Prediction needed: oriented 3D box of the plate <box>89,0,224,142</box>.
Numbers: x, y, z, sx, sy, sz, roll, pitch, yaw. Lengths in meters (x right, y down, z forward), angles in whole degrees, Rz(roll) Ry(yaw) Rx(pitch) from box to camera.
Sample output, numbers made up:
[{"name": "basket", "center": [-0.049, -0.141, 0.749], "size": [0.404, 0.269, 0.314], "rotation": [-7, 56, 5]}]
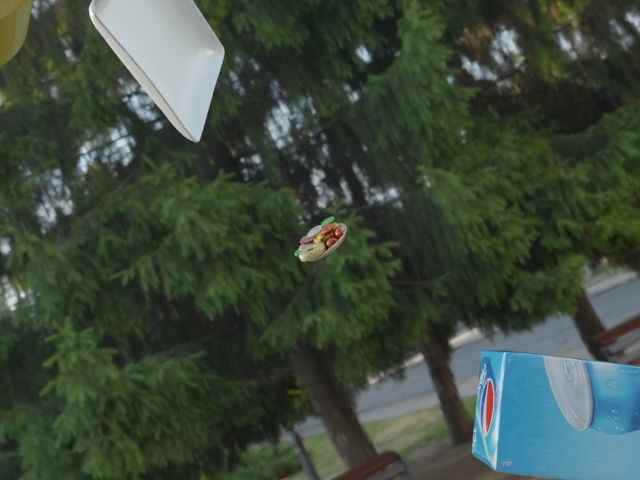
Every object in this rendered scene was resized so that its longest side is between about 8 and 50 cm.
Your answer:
[{"name": "plate", "center": [-0.265, -0.334, 1.407], "size": [0.045, 0.278, 0.277], "rotation": [-17, 41, 23]}]

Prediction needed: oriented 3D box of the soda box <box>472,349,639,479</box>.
[{"name": "soda box", "center": [0.205, 0.113, 0.527], "size": [0.210, 0.071, 0.067], "rotation": [7, -7, -1]}]

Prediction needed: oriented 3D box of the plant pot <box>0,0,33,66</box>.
[{"name": "plant pot", "center": [-0.429, -0.316, 0.980], "size": [0.254, 0.254, 0.239], "rotation": [-24, -14, -22]}]

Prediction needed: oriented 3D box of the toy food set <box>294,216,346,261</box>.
[{"name": "toy food set", "center": [0.000, 0.000, 1.242], "size": [0.083, 0.020, 0.082], "rotation": [-37, 22, -3]}]

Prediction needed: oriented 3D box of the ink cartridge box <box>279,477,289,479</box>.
[{"name": "ink cartridge box", "center": [-0.079, 0.234, 0.588], "size": [0.150, 0.063, 0.109], "rotation": [-25, 3, 0]}]
